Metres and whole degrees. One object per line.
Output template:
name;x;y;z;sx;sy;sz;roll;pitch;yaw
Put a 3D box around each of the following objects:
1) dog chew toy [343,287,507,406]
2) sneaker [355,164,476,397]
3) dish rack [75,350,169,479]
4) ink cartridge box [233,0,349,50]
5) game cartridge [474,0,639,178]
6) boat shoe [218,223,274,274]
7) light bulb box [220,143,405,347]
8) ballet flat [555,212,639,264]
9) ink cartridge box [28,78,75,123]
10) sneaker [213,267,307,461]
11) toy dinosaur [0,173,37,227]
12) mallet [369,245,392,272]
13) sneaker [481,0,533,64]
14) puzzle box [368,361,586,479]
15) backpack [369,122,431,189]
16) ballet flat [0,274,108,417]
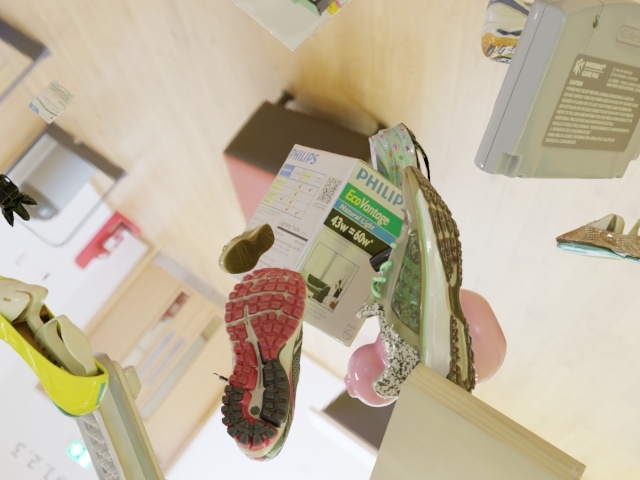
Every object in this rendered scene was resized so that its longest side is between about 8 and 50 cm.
dog chew toy;0.205;0.233;1.788;0.206;0.332;0.206;-25;-90;-87
sneaker;0.133;0.075;1.434;0.182;0.410;0.158;-11;160;22
dish rack;-0.281;0.275;1.223;0.333;0.072;0.285;-17;95;66
ink cartridge box;0.030;-0.404;1.145;0.117;0.201;0.278;38;145;-17
game cartridge;0.289;-0.163;0.945;0.062;0.198;0.297;29;-159;38
boat shoe;-0.131;0.016;1.464;0.048;0.153;0.056;-10;112;30
light bulb box;0.000;0.000;2.028;0.225;0.361;0.358;33;176;-28
ballet flat;0.424;-0.001;1.218;0.206;0.067;0.073;14;175;45
ink cartridge box;-0.466;-0.241;1.526;0.048;0.028;0.083;42;143;-21
sneaker;-0.085;0.172;1.283;0.121;0.299;0.112;3;147;9
toy dinosaur;-0.590;-0.081;1.360;0.218;0.164;0.322;34;167;27
mallet;0.145;0.103;1.751;0.062;0.190;0.039;-24;152;25
sneaker;0.425;-0.364;1.523;0.296;0.131;0.112;10;167;-16
puzzle box;0.208;0.392;1.349;0.272;0.052;0.409;31;137;18
backpack;0.182;-0.182;2.069;0.152;0.115;0.182;55;166;44
ballet flat;-0.321;0.098;1.000;0.231;0.077;0.077;45;-148;14
